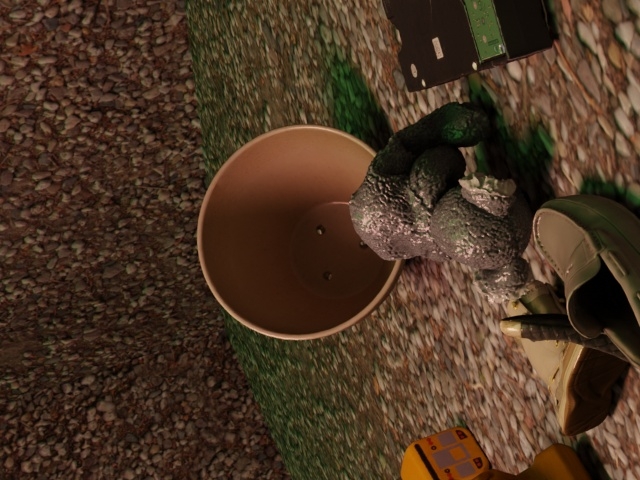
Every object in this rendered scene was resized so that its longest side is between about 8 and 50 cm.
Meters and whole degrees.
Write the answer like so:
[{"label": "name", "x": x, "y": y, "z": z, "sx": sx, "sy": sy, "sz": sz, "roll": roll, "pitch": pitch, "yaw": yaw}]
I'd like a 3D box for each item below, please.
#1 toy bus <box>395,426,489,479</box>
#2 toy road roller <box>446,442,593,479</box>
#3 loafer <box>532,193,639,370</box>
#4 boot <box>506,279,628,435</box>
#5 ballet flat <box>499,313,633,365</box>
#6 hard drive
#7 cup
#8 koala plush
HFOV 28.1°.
[{"label": "toy bus", "x": 0.201, "y": 0.461, "z": 2.109, "sx": 0.108, "sy": 0.130, "sz": 0.332, "roll": -122, "pitch": 20, "yaw": -44}, {"label": "toy road roller", "x": 0.283, "y": 0.391, "z": 1.659, "sx": 0.329, "sy": 0.241, "sz": 0.202, "roll": 26, "pitch": -147, "yaw": -54}, {"label": "loafer", "x": 0.286, "y": 0.041, "z": 1.260, "sx": 0.319, "sy": 0.112, "sz": 0.112, "roll": -134, "pitch": 29, "yaw": -61}, {"label": "boot", "x": 0.278, "y": 0.105, "z": 1.465, "sx": 0.213, "sy": 0.077, "sz": 0.165, "roll": 89, "pitch": 161, "yaw": -51}, {"label": "ballet flat", "x": 0.270, "y": 0.105, "z": 1.317, "sx": 0.057, "sy": 0.173, "sz": 0.049, "roll": -31, "pitch": -51, "yaw": -76}, {"label": "hard drive", "x": 0.147, "y": -0.305, "z": 1.477, "sx": 0.339, "sy": 0.064, "sz": 0.236, "roll": 180, "pitch": 72, "yaw": -77}, {"label": "cup", "x": 0.000, "y": 0.000, "z": 2.038, "sx": 0.331, "sy": 0.331, "sz": 0.237, "roll": 69, "pitch": -168, "yaw": 13}, {"label": "koala plush", "x": 0.168, "y": -0.030, "z": 1.531, "sx": 0.221, "sy": 0.203, "sz": 0.196, "roll": 35, "pitch": 143, "yaw": 49}]
